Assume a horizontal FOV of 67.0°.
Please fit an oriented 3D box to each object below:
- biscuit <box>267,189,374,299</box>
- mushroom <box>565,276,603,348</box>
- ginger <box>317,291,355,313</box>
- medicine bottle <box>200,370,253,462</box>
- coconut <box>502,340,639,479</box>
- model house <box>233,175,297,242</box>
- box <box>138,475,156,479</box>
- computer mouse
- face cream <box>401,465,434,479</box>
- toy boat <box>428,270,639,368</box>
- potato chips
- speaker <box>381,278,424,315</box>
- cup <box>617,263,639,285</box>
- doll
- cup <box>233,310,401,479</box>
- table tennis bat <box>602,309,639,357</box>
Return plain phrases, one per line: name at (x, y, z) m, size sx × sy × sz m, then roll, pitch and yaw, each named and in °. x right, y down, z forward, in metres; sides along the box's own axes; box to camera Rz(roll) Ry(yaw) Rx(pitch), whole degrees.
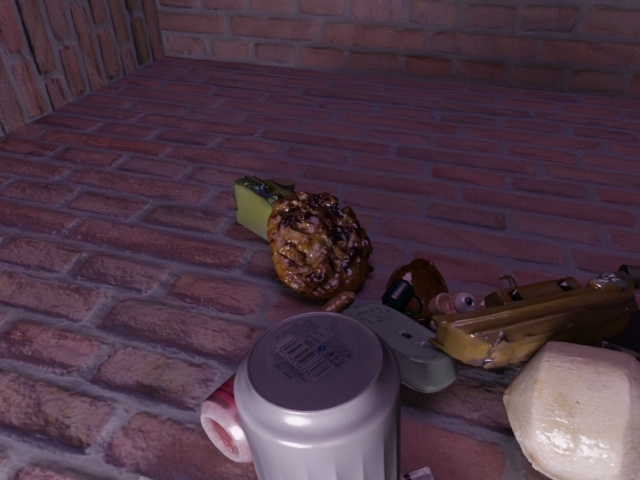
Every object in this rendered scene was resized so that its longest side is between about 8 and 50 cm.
biscuit at (0.004, -0.001, 1.289) m, size 0.289 × 0.081 × 0.334 m, roll -11°, pitch 63°, yaw -24°
mushroom at (0.574, 0.204, 1.101) m, size 0.107 × 0.087 × 0.333 m, roll -6°, pitch 31°, yaw 18°
ginger at (-0.019, 0.203, 1.117) m, size 0.089 × 0.075 × 0.288 m, roll -2°, pitch 24°, yaw 48°
medicine bottle at (-0.101, 0.292, 0.931) m, size 0.147 × 0.147 × 0.247 m, roll 24°, pitch 42°, yaw 30°
coconut at (0.451, 0.305, 0.842) m, size 0.247 × 0.245 × 0.245 m, roll 4°, pitch 31°, yaw 39°
model house at (-0.125, -0.124, 1.485) m, size 0.193 × 0.170 × 0.211 m, roll 28°, pitch 44°, yaw 36°
box at (-0.288, 0.489, 0.752) m, size 0.122 × 0.032 × 0.220 m, roll 11°, pitch 36°, yaw 13°
computer mouse at (0.162, 0.234, 1.051) m, size 0.159 × 0.097 × 0.288 m, roll -11°, pitch 25°, yaw -38°
face cream at (0.180, 0.475, 0.759) m, size 0.092 × 0.058 × 0.244 m, roll -14°, pitch 32°, yaw -9°
toy boat at (0.437, 0.148, 0.987) m, size 0.445 × 0.136 × 0.162 m, roll -11°, pitch 36°, yaw -12°
potato chips at (0.246, 0.133, 1.224) m, size 0.150 × 0.049 × 0.202 m, roll -21°, pitch 37°, yaw 3°
speaker at (0.200, 0.144, 1.163) m, size 0.094 × 0.060 × 0.075 m, roll 42°, pitch 62°, yaw 5°
cup at (0.844, 0.098, 1.293) m, size 0.083 × 0.075 × 0.055 m, roll 7°, pitch 73°, yaw 3°
doll at (0.375, 0.173, 1.113) m, size 0.277 × 0.119 × 0.154 m, roll -14°, pitch 73°, yaw -22°
cup at (0.014, 0.274, 0.785) m, size 0.236 × 0.327 × 0.323 m, roll -1°, pitch 31°, yaw 11°
table tennis bat at (0.684, 0.231, 1.119) m, size 0.173 × 0.022 × 0.301 m, roll 19°, pitch 40°, yaw 26°
